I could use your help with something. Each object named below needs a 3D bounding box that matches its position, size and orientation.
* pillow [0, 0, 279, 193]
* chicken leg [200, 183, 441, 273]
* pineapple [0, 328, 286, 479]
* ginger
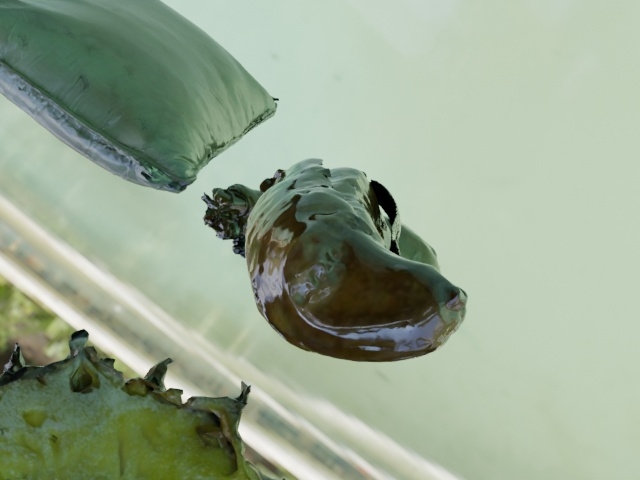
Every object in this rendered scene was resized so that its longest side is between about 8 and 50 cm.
[{"bbox_3d":[-0.130,-0.113,0.998,0.185,0.075,0.302,34,-164,0],"label":"pillow"},{"bbox_3d":[0.000,0.000,1.342,0.227,0.088,0.103,17,-160,-10],"label":"chicken leg"},{"bbox_3d":[-0.168,0.265,1.049,0.352,0.352,0.300,37,147,13],"label":"pineapple"},{"bbox_3d":[0.010,0.013,1.028,0.133,0.107,0.309,41,-173,-7],"label":"ginger"}]
